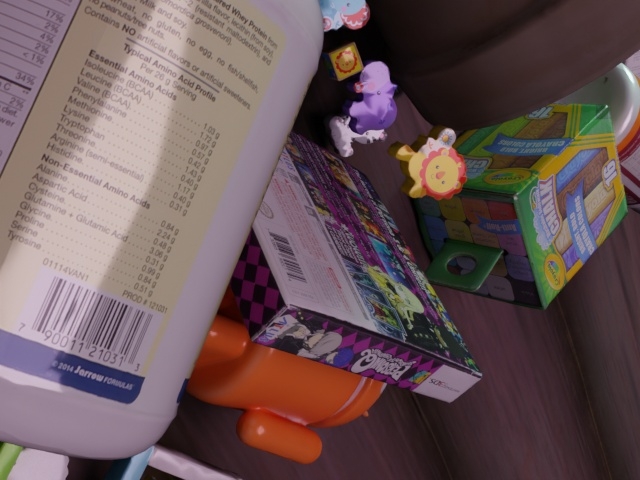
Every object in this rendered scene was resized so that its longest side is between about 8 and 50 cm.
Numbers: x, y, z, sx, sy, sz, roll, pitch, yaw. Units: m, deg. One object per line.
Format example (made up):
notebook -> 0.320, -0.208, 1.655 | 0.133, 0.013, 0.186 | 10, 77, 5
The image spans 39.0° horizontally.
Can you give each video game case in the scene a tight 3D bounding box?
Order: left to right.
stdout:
video game case -> 0.000, 0.000, 0.666 | 0.210, 0.232, 0.042 | 23, 120, -44

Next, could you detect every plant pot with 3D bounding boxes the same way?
plant pot -> 0.118, -0.292, 0.676 | 0.280, 0.323, 0.323 | 45, 68, -20

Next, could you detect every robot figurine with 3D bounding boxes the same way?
robot figurine -> -0.029, 0.074, 0.708 | 0.219, 0.158, 0.128 | 25, 109, -43

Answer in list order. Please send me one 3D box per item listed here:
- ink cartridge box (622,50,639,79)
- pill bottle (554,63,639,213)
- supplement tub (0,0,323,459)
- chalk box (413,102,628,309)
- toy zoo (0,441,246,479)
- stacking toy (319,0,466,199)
ink cartridge box -> 0.425, -0.223, 1.084 | 0.181, 0.056, 0.224 | -17, 133, -12
pill bottle -> 0.340, -0.108, 1.015 | 0.221, 0.121, 0.121 | 25, 82, -44
supplement tub -> -0.138, -0.071, 0.499 | 0.235, 0.235, 0.325 | 29, 79, -43
chalk box -> 0.181, -0.028, 0.878 | 0.213, 0.132, 0.132 | -40, 124, -31
toy zoo -> -0.172, 0.226, 0.636 | 0.293, 0.030, 0.192 | 32, 77, -30
stacking toy -> 0.026, -0.145, 0.672 | 0.052, 0.167, 0.221 | -27, 113, -10
